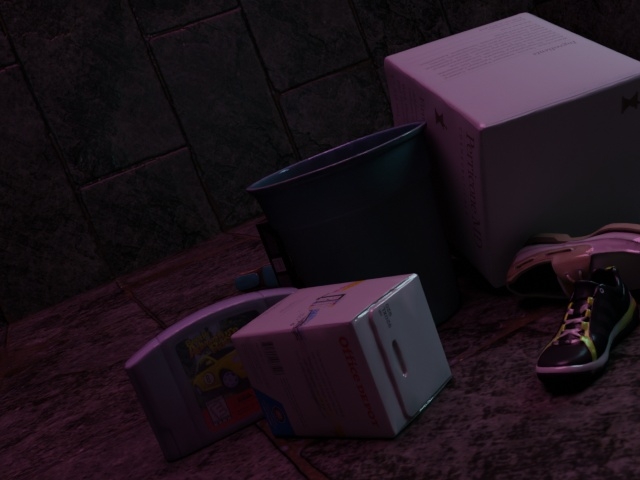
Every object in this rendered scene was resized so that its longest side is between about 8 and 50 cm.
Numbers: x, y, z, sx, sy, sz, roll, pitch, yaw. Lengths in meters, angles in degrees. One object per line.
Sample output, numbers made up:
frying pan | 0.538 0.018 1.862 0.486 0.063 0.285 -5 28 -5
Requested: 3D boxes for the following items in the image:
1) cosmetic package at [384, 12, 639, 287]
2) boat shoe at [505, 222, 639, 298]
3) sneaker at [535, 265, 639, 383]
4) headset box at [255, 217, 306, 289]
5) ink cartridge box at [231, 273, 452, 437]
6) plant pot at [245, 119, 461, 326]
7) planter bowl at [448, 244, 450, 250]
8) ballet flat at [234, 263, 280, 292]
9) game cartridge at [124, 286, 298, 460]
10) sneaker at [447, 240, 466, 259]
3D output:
cosmetic package | 0.358 -0.187 1.448 0.328 0.329 0.393 -19 34 -11
boat shoe | 0.408 0.048 1.174 0.103 0.113 0.302 -46 15 -22
sneaker | 0.339 0.102 1.012 0.084 0.097 0.235 -12 14 43
headset box | 0.000 0.000 1.883 0.110 0.218 0.293 -12 13 36
ink cartridge box | 0.032 0.164 1.099 0.233 0.171 0.168 -11 14 42
plant pot | 0.084 -0.002 1.403 0.341 0.334 0.341 -20 11 4
planter bowl | 0.173 0.033 1.608 0.162 0.162 0.109 -6 44 55
ballet flat | -0.142 0.098 2.091 0.206 0.073 0.067 -8 2 38
game cartridge | -0.143 0.196 1.215 0.294 0.196 0.060 -24 10 -15
sneaker | 0.240 -0.031 1.652 0.130 0.109 0.286 -1 21 -37
